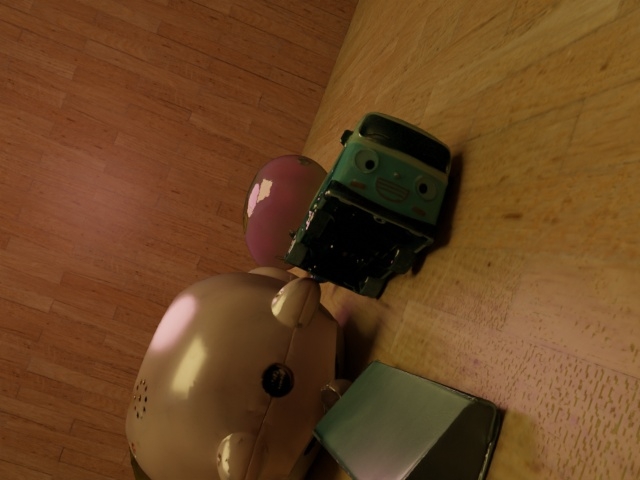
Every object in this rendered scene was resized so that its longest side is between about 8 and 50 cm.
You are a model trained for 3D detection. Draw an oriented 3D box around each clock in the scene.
[{"bbox_3d":[-0.116,0.195,0.935,0.377,0.250,0.368,133,158,-69],"label":"clock"}]

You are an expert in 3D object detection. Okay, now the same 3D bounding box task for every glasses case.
[{"bbox_3d":[0.067,0.164,0.580,0.105,0.056,0.266,-46,5,-10],"label":"glasses case"}]

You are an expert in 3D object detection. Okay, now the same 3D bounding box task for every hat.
[{"bbox_3d":[0.032,0.193,0.755,0.087,0.042,0.058,67,149,24],"label":"hat"}]

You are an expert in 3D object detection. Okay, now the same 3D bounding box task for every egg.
[{"bbox_3d":[-0.071,-0.053,1.489,0.196,0.196,0.271,-92,12,-70],"label":"egg"}]

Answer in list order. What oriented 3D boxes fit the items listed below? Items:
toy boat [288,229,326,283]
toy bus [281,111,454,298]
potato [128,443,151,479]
[{"bbox_3d":[0.000,0.000,1.164,0.091,0.110,0.175,-107,37,-77],"label":"toy boat"},{"bbox_3d":[0.057,-0.044,0.831,0.271,0.133,0.165,127,166,-70],"label":"toy bus"},{"bbox_3d":[-0.256,0.405,1.263,0.246,0.196,0.300,-32,44,35],"label":"potato"}]
